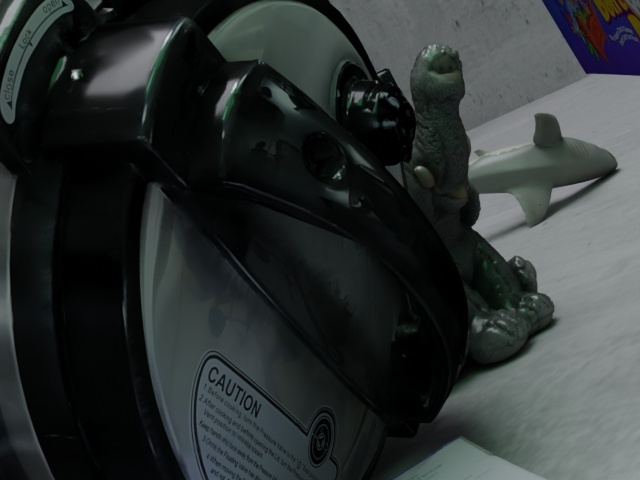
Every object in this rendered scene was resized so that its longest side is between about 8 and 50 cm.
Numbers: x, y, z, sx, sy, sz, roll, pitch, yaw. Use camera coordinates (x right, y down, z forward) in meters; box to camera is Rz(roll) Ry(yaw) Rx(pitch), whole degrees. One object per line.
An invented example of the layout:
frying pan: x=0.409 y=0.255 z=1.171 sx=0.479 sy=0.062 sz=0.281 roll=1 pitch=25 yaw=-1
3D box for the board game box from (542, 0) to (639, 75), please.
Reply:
board game box: x=0.289 y=-0.207 z=0.531 sx=0.347 sy=0.078 sz=0.233 roll=-34 pitch=9 yaw=3

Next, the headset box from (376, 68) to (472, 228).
headset box: x=0.000 y=0.000 z=1.090 sx=0.283 sy=0.246 sz=0.131 roll=-28 pitch=6 yaw=8

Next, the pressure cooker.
pressure cooker: x=-0.122 y=0.014 z=0.680 sx=0.421 sy=0.375 sz=0.370 roll=0 pitch=12 yaw=26

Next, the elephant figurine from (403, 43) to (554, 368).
elephant figurine: x=0.076 y=-0.016 z=0.881 sx=0.186 sy=0.239 sz=0.169 roll=-27 pitch=6 yaw=11

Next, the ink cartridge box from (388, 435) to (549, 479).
ink cartridge box: x=0.023 y=0.168 z=0.474 sx=0.206 sy=0.045 sz=0.208 roll=-29 pitch=6 yaw=-11

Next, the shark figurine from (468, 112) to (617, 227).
shark figurine: x=0.223 y=-0.056 z=1.323 sx=0.278 sy=0.116 sz=0.166 roll=-18 pitch=-25 yaw=16
